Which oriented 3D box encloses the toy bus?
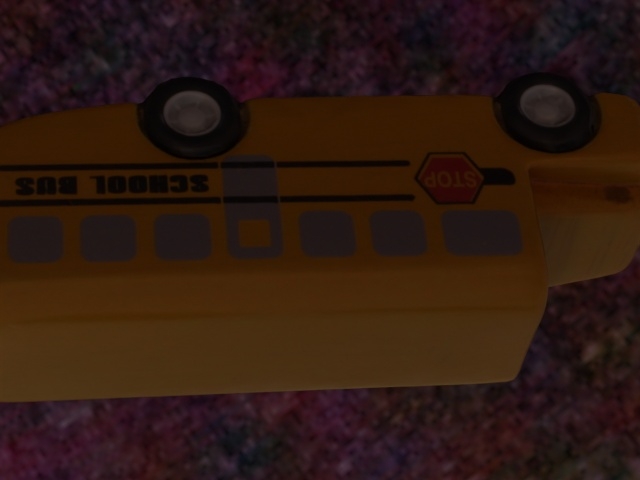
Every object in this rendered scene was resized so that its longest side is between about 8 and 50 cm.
[{"bbox_3d":[0.000,0.000,0.791,0.332,0.130,0.108,-1,145,-9],"label":"toy bus"}]
